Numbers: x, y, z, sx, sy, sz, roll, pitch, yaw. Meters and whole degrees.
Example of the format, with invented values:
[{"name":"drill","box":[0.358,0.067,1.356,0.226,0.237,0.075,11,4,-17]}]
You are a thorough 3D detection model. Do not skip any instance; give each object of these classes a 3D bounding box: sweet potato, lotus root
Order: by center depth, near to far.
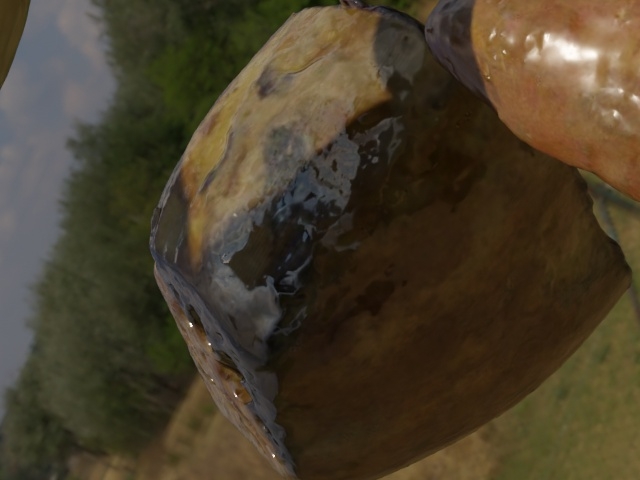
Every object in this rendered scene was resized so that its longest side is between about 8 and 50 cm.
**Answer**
[{"name":"sweet potato","box":[0.142,-0.043,0.430,0.097,0.251,0.097,-42,-39,-47]},{"name":"lotus root","box":[0.000,0.000,0.911,0.250,0.316,0.316,-44,0,-16]}]

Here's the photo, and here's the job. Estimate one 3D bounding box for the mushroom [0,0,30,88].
[{"name":"mushroom","box":[-0.220,-0.088,0.413,0.315,0.315,0.356,125,162,-59]}]
